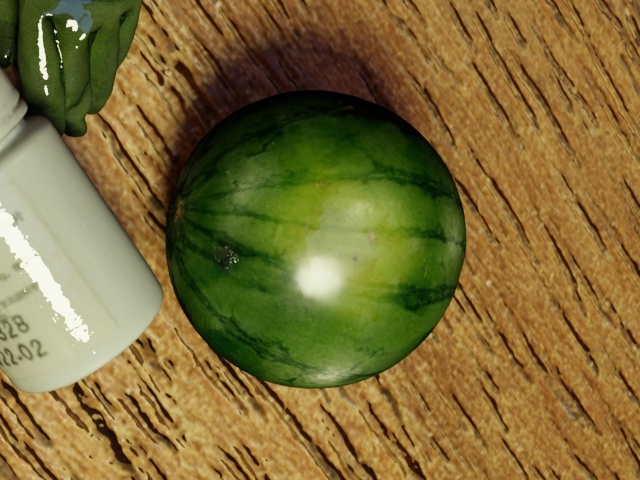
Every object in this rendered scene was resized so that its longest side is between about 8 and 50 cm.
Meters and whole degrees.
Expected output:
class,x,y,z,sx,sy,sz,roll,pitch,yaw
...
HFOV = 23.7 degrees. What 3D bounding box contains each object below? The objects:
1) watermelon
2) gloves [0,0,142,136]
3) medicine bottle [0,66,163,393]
class,x,y,z,sx,sy,sz,roll,pitch,yaw
watermelon,-0.004,-0.001,1.226,0.242,0.242,0.242,-1,93,-31
gloves,-0.192,-0.211,1.187,0.135,0.107,0.268,5,92,0
medicine bottle,-0.237,-0.020,1.139,0.144,0.144,0.252,-40,113,-23
